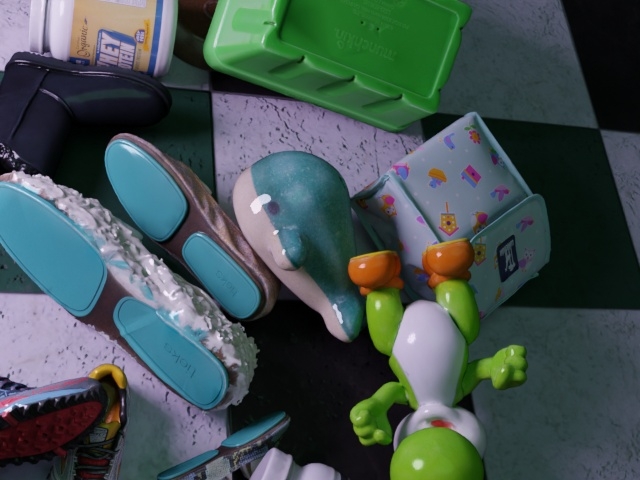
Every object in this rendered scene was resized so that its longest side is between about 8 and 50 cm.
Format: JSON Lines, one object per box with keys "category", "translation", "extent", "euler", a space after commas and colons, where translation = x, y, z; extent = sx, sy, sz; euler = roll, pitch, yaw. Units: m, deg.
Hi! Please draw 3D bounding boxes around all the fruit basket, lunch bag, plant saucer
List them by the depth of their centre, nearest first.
{"category": "lunch bag", "translation": [0.207, -0.021, 1.281], "extent": [0.223, 0.160, 0.262], "euler": [-34, 89, -34]}
{"category": "fruit basket", "translation": [0.016, -0.352, 1.368], "extent": [0.392, 0.392, 0.283], "euler": [18, 96, -9]}
{"category": "plant saucer", "translation": [-0.171, -0.363, 1.409], "extent": [0.198, 0.036, 0.199], "euler": [8, 61, -15]}

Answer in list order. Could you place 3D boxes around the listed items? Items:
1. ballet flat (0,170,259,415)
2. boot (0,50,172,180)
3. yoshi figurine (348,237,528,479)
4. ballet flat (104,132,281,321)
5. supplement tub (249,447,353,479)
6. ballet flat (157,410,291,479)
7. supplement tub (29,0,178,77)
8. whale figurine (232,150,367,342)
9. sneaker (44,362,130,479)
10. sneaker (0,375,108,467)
{"category": "ballet flat", "translation": [-0.244, 0.060, 1.118], "extent": [0.409, 0.147, 0.147], "euler": [42, 58, 3]}
{"category": "boot", "translation": [-0.346, -0.147, 1.194], "extent": [0.246, 0.094, 0.207], "euler": [12, 55, -4]}
{"category": "yoshi figurine", "translation": [0.138, 0.186, 1.076], "extent": [0.203, 0.203, 0.362], "euler": [-5, 85, -42]}
{"category": "ballet flat", "translation": [-0.170, -0.021, 1.193], "extent": [0.316, 0.107, 0.106], "euler": [51, 27, 4]}
{"category": "supplement tub", "translation": [0.024, 0.373, 0.979], "extent": [0.272, 0.191, 0.191], "euler": [30, 57, -1]}
{"category": "ballet flat", "translation": [-0.111, 0.277, 1.072], "extent": [0.188, 0.070, 0.070], "euler": [-23, 72, -26]}
{"category": "supplement tub", "translation": [-0.316, -0.322, 1.273], "extent": [0.199, 0.144, 0.144], "euler": [5, 61, -15]}
{"category": "whale figurine", "translation": [0.000, 0.000, 1.173], "extent": [0.141, 0.216, 0.272], "euler": [-33, 87, 13]}
{"category": "sneaker", "translation": [-0.270, 0.247, 1.007], "extent": [0.088, 0.093, 0.225], "euler": [9, 61, -15]}
{"category": "sneaker", "translation": [-0.366, 0.183, 0.966], "extent": [0.261, 0.104, 0.125], "euler": [-17, 49, 1]}
